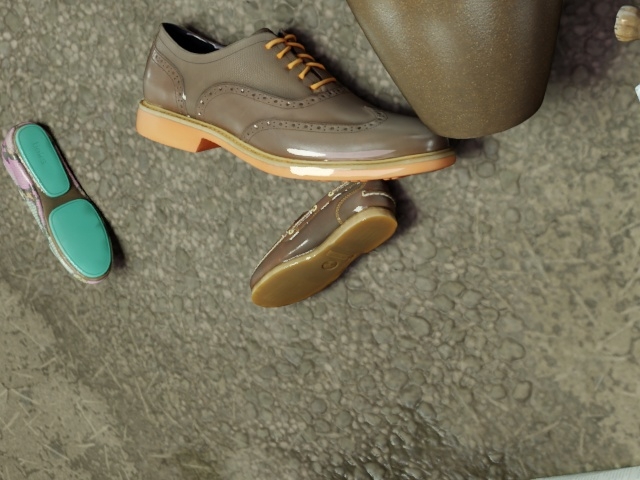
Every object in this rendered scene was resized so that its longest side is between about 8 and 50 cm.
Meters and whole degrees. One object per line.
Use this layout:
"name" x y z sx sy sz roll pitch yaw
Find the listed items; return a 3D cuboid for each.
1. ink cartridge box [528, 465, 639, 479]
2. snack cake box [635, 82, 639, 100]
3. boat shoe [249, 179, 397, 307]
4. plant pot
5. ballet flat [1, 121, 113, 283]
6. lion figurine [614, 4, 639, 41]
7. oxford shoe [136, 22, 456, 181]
"ink cartridge box" 0.342 0.336 1.033 0.224 0.045 0.223 -18 98 32
"snack cake box" 0.360 -0.035 0.825 0.089 0.152 0.264 -22 96 33
"boat shoe" 0.000 0.000 1.091 0.207 0.073 0.073 -34 52 30
"plant pot" 0.115 -0.210 0.836 0.215 0.215 0.230 1 126 28
"ballet flat" -0.328 -0.040 1.256 0.079 0.077 0.221 -34 85 52
"lion figurine" 0.262 -0.199 0.659 0.240 0.392 0.142 12 104 38
"oxford shoe" -0.034 -0.142 1.021 0.364 0.130 0.132 14 108 24
